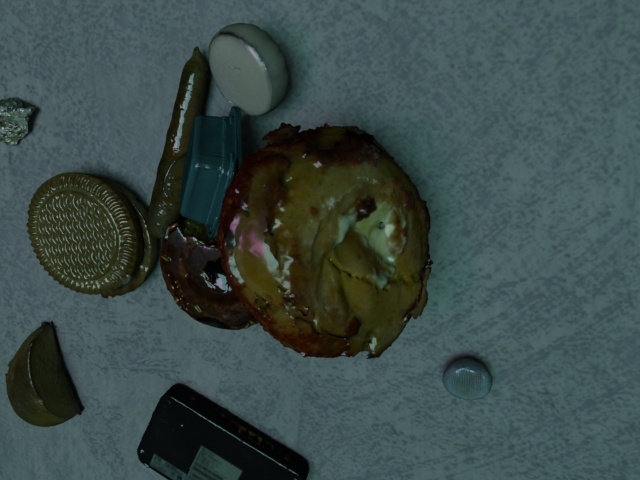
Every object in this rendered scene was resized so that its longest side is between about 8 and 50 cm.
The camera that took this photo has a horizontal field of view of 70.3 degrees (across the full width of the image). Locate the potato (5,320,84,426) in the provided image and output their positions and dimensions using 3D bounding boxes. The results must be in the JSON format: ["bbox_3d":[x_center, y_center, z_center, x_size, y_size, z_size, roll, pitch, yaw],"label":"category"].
[{"bbox_3d":[-0.646,0.313,1.018,0.138,0.098,0.244,-7,103,18],"label":"potato"}]

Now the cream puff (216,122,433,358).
[{"bbox_3d":[0.002,-0.004,0.664,0.228,0.350,0.351,5,112,54],"label":"cream puff"}]

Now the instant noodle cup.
[{"bbox_3d":[-0.176,-0.112,0.715,0.070,0.179,0.157,10,133,-23],"label":"instant noodle cup"}]

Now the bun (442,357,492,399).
[{"bbox_3d":[0.256,0.240,0.795,0.083,0.045,0.083,5,107,16],"label":"bun"}]

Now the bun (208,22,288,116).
[{"bbox_3d":[-0.100,-0.273,0.712,0.138,0.094,0.138,29,143,24],"label":"bun"}]

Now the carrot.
[{"bbox_3d":[-0.244,-0.159,0.795,0.070,0.070,0.343,21,108,7],"label":"carrot"}]

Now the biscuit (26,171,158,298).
[{"bbox_3d":[-0.440,-0.007,0.880,0.258,0.079,0.259,3,105,13],"label":"biscuit"}]

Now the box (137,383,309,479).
[{"bbox_3d":[-0.213,0.473,0.976,0.350,0.058,0.211,29,111,5],"label":"box"}]

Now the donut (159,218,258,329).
[{"bbox_3d":[-0.167,0.050,0.819,0.230,0.096,0.216,-9,106,16],"label":"donut"}]

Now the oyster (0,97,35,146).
[{"bbox_3d":[-0.602,-0.227,0.877,0.098,0.037,0.100,26,111,6],"label":"oyster"}]
